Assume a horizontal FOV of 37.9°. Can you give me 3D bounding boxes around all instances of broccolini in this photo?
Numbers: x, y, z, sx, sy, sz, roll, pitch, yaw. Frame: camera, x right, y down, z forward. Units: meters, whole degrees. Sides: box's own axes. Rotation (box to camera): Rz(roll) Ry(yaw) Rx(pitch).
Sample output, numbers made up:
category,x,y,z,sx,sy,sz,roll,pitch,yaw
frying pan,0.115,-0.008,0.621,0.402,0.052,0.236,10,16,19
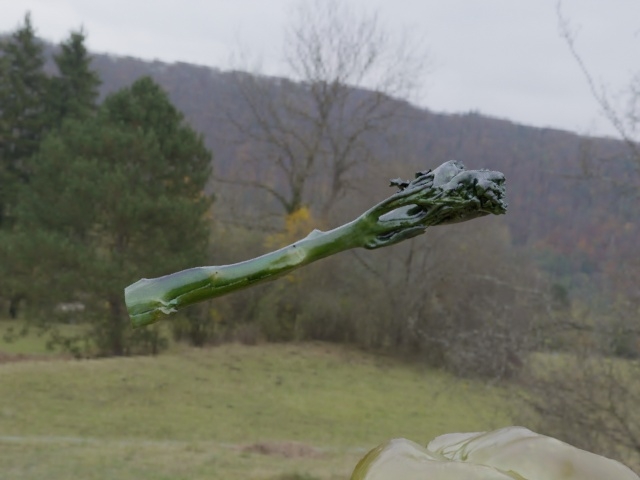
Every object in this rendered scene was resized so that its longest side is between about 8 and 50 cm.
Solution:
category,x,y,z,sx,sy,sz,roll,pitch,yaw
broccolini,-0.002,-0.007,0.594,0.254,0.057,0.071,-14,-29,-9

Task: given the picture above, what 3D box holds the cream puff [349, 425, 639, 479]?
category,x,y,z,sx,sy,sz,roll,pitch,yaw
cream puff,0.044,0.201,0.468,0.270,0.274,0.323,37,6,26
